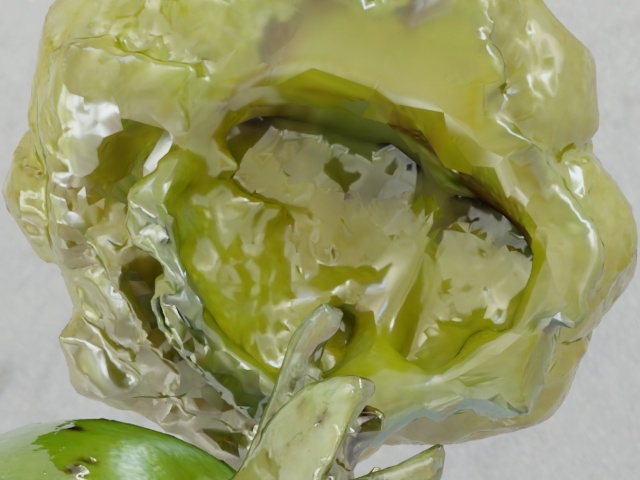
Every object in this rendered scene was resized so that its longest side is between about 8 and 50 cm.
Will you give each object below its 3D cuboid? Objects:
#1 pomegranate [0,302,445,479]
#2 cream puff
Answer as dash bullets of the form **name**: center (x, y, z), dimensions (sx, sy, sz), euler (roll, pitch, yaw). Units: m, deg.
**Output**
- **pomegranate**: center (-0.055, 0.144, 0.525), dimensions (0.263, 0.211, 0.211), euler (-43, 48, 12)
- **cream puff**: center (-0.001, -0.002, 0.647), dimensions (0.282, 0.282, 0.185), euler (-16, 32, 19)
